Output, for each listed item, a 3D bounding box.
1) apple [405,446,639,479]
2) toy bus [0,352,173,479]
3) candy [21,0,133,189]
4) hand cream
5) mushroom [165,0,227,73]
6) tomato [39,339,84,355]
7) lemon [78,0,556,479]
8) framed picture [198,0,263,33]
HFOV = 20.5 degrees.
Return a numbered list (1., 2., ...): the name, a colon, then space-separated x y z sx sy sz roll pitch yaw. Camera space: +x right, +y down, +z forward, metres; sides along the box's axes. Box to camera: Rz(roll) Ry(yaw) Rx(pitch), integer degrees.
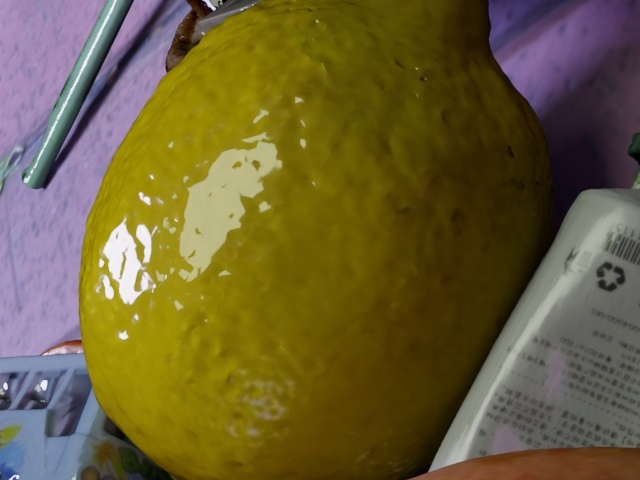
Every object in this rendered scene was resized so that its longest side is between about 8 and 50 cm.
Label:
1. apple: 0.092 0.241 0.600 0.364 0.364 0.364 -30 49 41
2. toy bus: -0.204 0.146 1.105 0.329 0.109 0.136 -7 53 46
3. candy: -0.143 -0.222 1.412 0.440 0.119 0.119 -61 34 22
4. hand cream: 0.113 0.108 0.863 0.076 0.121 0.336 124 169 -85
5. mushroom: -0.062 -0.157 1.266 0.135 0.080 0.170 -46 37 7
6. tomato: -0.154 0.188 1.178 0.236 0.095 0.237 -27 50 38
7. lemon: 0.000 0.000 0.948 0.320 0.245 0.245 -62 35 10
8. framed picture: 0.080 -0.199 1.044 0.213 0.016 0.289 -41 20 -33
